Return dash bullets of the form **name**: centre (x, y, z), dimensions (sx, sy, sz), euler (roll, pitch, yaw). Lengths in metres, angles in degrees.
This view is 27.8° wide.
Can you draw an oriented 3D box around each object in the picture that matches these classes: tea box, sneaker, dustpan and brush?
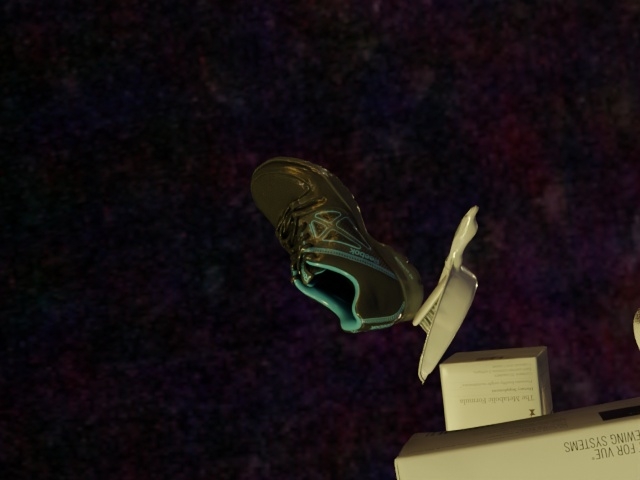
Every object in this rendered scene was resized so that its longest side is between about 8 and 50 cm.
- **tea box**: centre (0.267, 0.325, 1.237), dimensions (0.220, 0.329, 0.323), euler (17, 63, -81)
- **sneaker**: centre (0.000, 0.000, 1.910), dimensions (0.140, 0.341, 0.125), euler (-21, 144, -43)
- **dustpan and brush**: centre (0.156, 0.051, 1.556), dimensions (0.060, 0.211, 0.147), euler (29, 30, -3)

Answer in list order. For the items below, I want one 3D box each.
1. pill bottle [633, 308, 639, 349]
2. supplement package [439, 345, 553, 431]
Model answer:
- **pill bottle**: centre (0.717, 0.126, 2.263), dimensions (0.181, 0.323, 0.181), euler (22, 56, -36)
- **supplement package**: centre (0.254, 0.279, 1.800), dimensions (0.134, 0.139, 0.244), euler (-8, 92, -74)
